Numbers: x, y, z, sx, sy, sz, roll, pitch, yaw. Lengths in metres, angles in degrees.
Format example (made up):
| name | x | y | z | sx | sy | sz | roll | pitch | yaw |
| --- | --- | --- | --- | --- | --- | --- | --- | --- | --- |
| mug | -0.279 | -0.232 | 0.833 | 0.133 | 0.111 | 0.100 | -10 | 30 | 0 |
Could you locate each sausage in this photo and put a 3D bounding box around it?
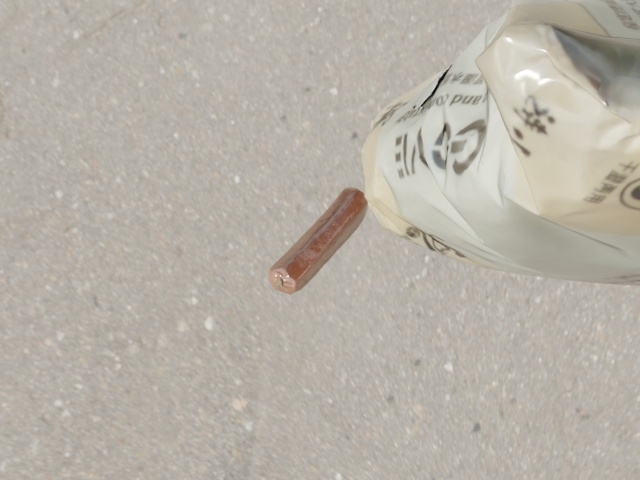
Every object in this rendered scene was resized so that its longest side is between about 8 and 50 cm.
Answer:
| name | x | y | z | sx | sy | sz | roll | pitch | yaw |
| --- | --- | --- | --- | --- | --- | --- | --- | --- | --- |
| sausage | 0.000 | 0.000 | 0.812 | 0.030 | 0.035 | 0.147 | 21 | 46 | 23 |

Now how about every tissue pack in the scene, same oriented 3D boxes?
| name | x | y | z | sx | sy | sz | roll | pitch | yaw |
| --- | --- | --- | --- | --- | --- | --- | --- | --- | --- |
| tissue pack | 0.234 | -0.068 | 0.590 | 0.390 | 0.375 | 0.195 | 1 | 87 | -12 |
